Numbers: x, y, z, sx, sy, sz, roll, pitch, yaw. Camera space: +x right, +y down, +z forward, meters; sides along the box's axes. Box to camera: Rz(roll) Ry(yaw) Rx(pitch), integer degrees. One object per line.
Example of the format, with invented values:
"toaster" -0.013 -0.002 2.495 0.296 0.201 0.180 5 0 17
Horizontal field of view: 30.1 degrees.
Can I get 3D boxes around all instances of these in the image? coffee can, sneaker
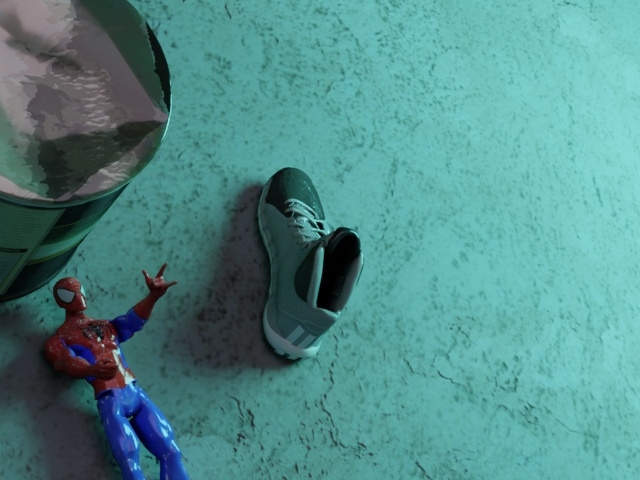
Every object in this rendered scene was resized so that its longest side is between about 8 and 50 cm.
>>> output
"coffee can" -0.261 -0.078 0.989 0.202 0.275 0.201 9 69 -23
"sneaker" 0.000 0.000 1.229 0.086 0.132 0.228 13 55 -26

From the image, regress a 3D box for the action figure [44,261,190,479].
"action figure" -0.155 0.137 1.042 0.091 0.139 0.280 -18 70 -41
